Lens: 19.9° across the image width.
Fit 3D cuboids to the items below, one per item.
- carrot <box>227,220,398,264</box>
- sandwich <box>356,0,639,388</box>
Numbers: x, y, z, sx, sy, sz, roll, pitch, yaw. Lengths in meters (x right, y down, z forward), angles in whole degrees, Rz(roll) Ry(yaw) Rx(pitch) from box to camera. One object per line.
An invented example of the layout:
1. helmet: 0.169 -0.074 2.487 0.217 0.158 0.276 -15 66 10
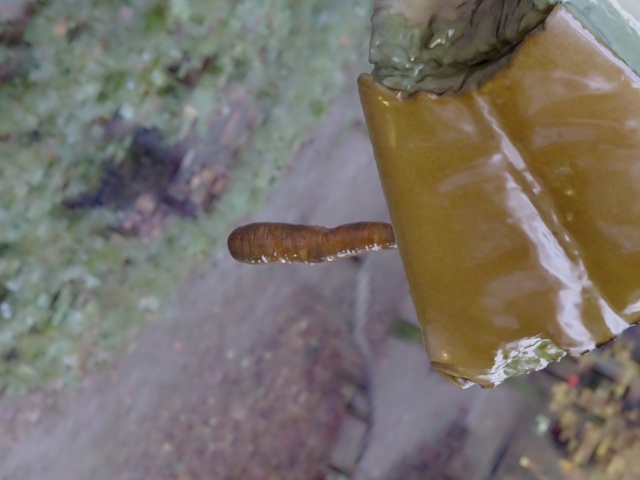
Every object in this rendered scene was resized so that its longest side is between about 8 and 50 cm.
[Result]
1. carrot: 0.000 0.002 1.454 0.035 0.165 0.036 -1 90 -67
2. sandwich: 0.093 -0.059 0.923 0.227 0.198 0.155 -35 -157 38
